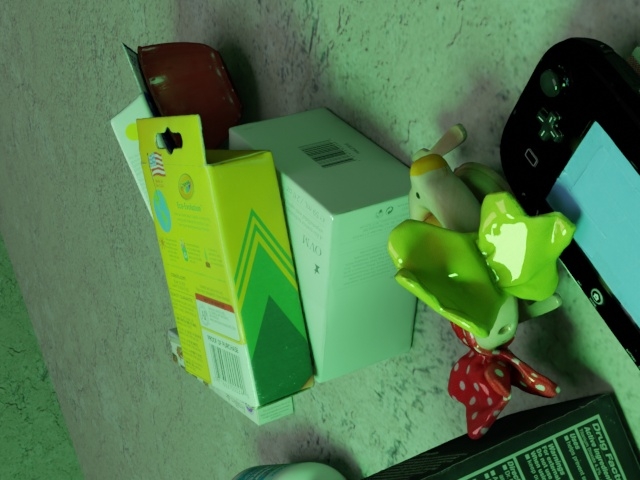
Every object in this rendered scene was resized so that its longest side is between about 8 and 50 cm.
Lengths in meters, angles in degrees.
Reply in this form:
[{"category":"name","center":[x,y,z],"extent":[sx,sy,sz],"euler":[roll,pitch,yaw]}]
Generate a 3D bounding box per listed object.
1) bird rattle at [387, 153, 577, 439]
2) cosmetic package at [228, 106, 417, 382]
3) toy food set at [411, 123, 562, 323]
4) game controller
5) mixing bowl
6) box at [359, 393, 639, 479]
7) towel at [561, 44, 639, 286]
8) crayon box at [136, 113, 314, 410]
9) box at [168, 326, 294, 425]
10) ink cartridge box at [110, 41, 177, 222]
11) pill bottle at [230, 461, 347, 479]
[{"category":"bird rattle","center":[0.141,0.035,0.850],"extent":[0.253,0.143,0.207],"euler":[64,-178,-52]},{"category":"cosmetic package","center":[0.000,0.000,1.115],"extent":[0.224,0.138,0.224],"euler":[42,139,45]},{"category":"toy food set","center":[0.164,-0.018,0.897],"extent":[0.192,0.038,0.132],"euler":[62,160,4]},{"category":"game controller","center":[0.242,0.004,0.709],"extent":[0.319,0.067,0.166],"euler":[60,146,25]},{"category":"mixing bowl","center":[-0.167,-0.200,1.313],"extent":[0.181,0.098,0.181],"euler":[-24,-90,-88]},{"category":"box","center":[0.154,0.329,0.845],"extent":[0.183,0.294,0.296],"euler":[-37,72,62]},{"category":"towel","center":[0.246,-0.044,0.776],"extent":[0.144,0.029,0.197],"euler":[61,146,21]},{"category":"crayon box","center":[-0.112,0.010,1.088],"extent":[0.202,0.081,0.318],"euler":[11,115,59]},{"category":"box","center":[-0.153,0.207,1.563],"extent":[0.324,0.067,0.063],"euler":[21,122,56]},{"category":"ink cartridge box","center":[-0.210,-0.098,1.345],"extent":[0.303,0.072,0.307],"euler":[-43,-72,-88]},{"category":"pill bottle","center":[-0.039,0.391,1.371],"extent":[0.264,0.146,0.146],"euler":[-28,79,60]}]
